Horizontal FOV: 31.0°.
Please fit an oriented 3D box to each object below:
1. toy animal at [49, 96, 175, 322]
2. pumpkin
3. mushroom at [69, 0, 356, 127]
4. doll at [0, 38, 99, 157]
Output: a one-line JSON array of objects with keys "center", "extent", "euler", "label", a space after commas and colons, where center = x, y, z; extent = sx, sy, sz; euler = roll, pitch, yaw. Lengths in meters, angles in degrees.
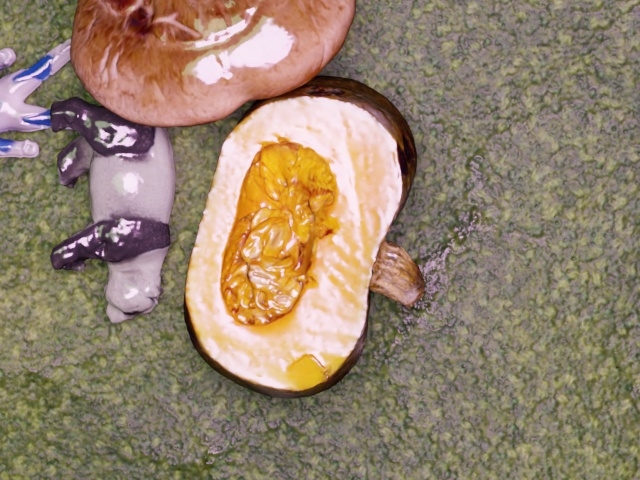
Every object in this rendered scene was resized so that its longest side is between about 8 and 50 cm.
[{"center": [-0.205, -0.028, 1.154], "extent": [0.121, 0.094, 0.225], "euler": [0, 91, -4], "label": "toy animal"}, {"center": [0.000, 0.000, 1.115], "extent": [0.222, 0.139, 0.317], "euler": [18, 91, 7], "label": "pumpkin"}, {"center": [-0.107, -0.220, 1.087], "extent": [0.278, 0.146, 0.278], "euler": [-6, 59, 9], "label": "mushroom"}, {"center": [-0.340, -0.131, 1.173], "extent": [0.227, 0.057, 0.114], "euler": [-16, 95, 1], "label": "doll"}]
